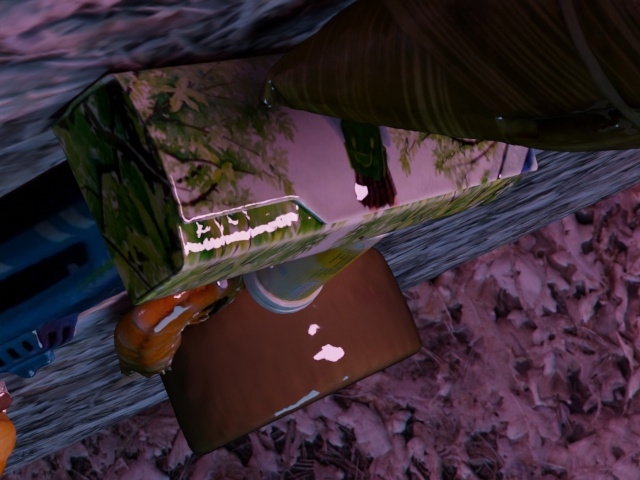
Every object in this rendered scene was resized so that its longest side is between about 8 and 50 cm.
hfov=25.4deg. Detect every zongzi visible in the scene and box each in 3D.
[{"bbox_3d":[0.149,-0.110,0.655,0.288,0.134,0.286,-11,-174,34],"label":"zongzi"}]

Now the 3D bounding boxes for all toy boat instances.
[{"bbox_3d":[-0.146,0.024,0.808,0.299,0.092,0.134,-27,176,27],"label":"toy boat"}]

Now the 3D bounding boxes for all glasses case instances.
[{"bbox_3d":[0.003,-0.047,0.709,0.272,0.095,0.062,-17,166,-48],"label":"glasses case"}]

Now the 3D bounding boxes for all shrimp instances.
[{"bbox_3d":[-0.142,0.079,1.369,0.150,0.068,0.249,-26,170,-29],"label":"shrimp"}]

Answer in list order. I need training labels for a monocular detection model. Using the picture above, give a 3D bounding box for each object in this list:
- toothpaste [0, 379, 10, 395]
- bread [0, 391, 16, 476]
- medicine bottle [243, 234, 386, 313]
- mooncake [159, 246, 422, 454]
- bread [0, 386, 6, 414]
[{"bbox_3d":[-0.422,0.185,1.335,0.268,0.047,0.069,-19,-174,-3],"label":"toothpaste"},{"bbox_3d":[-0.346,0.179,1.026,0.235,0.099,0.210,-30,-165,-38],"label":"bread"},{"bbox_3d":[0.000,0.000,1.191,0.074,0.074,0.218,-20,171,-25],"label":"medicine bottle"},{"bbox_3d":[-0.040,0.112,1.565,0.284,0.155,0.284,-25,172,-4],"label":"mooncake"},{"bbox_3d":[-0.334,0.155,1.247,0.106,0.082,0.125,-8,177,-27],"label":"bread"}]
